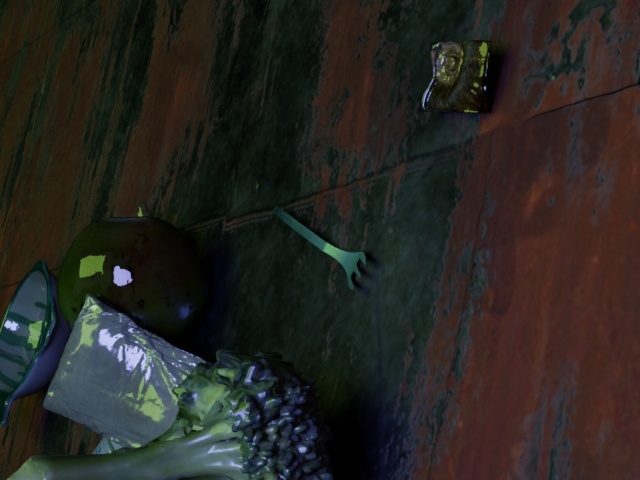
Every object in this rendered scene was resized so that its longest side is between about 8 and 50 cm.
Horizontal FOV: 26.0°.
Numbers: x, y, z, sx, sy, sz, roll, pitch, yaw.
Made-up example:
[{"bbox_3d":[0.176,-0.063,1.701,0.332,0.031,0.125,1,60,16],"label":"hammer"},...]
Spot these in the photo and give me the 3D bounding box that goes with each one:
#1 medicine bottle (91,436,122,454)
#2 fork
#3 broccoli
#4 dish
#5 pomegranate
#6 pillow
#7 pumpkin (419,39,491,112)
[{"bbox_3d":[-0.240,0.283,1.639,0.183,0.086,0.086,-55,33,27],"label":"medicine bottle"},{"bbox_3d":[0.002,0.001,1.465,0.039,0.021,0.235,-62,29,7],"label":"fork"},{"bbox_3d":[-0.125,0.268,1.280,0.375,0.302,0.249,-45,76,31],"label":"broccoli"},{"bbox_3d":[-0.405,0.155,1.998,0.224,0.078,0.246,-1,72,59],"label":"dish"},{"bbox_3d":[-0.223,0.040,1.684,0.181,0.181,0.224,-53,14,28],"label":"pomegranate"},{"bbox_3d":[-0.192,0.172,1.540,0.229,0.050,0.148,28,102,17],"label":"pillow"},{"bbox_3d":[0.136,-0.153,1.317,0.101,0.035,0.073,17,100,57],"label":"pumpkin"}]
